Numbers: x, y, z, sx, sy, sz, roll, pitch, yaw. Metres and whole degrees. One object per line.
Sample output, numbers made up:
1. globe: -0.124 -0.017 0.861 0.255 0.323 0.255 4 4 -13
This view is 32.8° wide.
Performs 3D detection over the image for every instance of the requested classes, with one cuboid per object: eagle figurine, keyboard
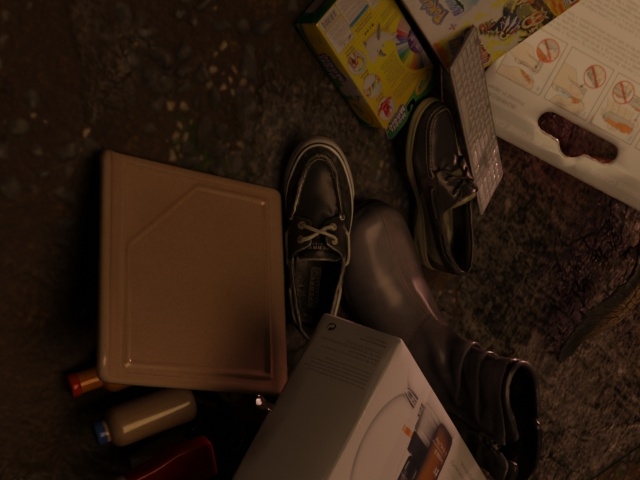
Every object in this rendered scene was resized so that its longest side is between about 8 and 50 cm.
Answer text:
1. eagle figurine: 0.474 0.046 1.527 0.225 0.226 0.298 9 90 -62
2. keyboard: 0.186 -0.135 1.288 0.072 0.014 0.256 -65 151 -30

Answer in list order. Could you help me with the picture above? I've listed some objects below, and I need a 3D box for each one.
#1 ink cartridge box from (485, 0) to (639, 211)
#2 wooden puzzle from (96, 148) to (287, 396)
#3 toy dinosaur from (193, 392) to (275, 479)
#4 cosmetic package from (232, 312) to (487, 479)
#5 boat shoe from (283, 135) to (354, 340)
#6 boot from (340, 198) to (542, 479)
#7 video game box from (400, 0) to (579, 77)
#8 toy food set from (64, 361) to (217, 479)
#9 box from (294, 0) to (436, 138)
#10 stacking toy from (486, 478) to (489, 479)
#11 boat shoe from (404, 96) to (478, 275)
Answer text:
1. ink cartridge box: 0.385 -0.267 1.374 0.308 0.091 0.385 25 101 -15
2. wooden puzzle: -0.125 0.038 1.069 0.239 0.044 0.221 14 68 -44
3. toy dinosaur: -0.041 0.262 1.179 0.121 0.160 0.313 -36 132 -44
4. cosmetic package: 0.037 0.290 1.075 0.284 0.097 0.377 -59 144 -20
5. boat shoe: 0.000 0.000 1.165 0.078 0.070 0.219 -1 105 -4
6. boot: 0.147 0.115 1.236 0.118 0.223 0.338 -36 122 -28
7. video game box: 0.183 -0.292 1.203 0.187 0.048 0.205 -33 140 10
8. toy food set: -0.169 0.223 1.074 0.104 0.111 0.232 -18 113 -23
9. box: 0.057 -0.206 1.200 0.105 0.043 0.179 -51 126 -19
10. stacking toy: 0.185 0.315 1.439 0.221 0.052 0.167 28 84 -43
11. boat shoe: 0.151 -0.060 1.282 0.080 0.073 0.223 -30 127 -38
